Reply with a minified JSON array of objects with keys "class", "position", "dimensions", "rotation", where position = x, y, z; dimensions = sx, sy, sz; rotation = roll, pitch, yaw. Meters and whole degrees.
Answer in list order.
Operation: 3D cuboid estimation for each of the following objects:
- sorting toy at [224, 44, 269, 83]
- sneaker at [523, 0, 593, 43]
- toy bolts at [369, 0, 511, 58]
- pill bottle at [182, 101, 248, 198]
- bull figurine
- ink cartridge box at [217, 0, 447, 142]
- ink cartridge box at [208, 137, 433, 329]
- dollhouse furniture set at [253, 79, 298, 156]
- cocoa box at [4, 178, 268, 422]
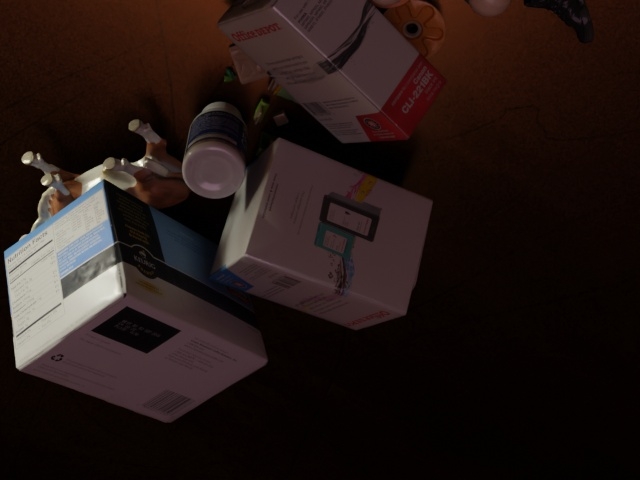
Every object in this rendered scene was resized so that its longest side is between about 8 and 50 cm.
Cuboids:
[{"class":"sorting toy","position":[-0.117,-0.273,1.523],"dimensions":[0.083,0.012,0.062],"rotation":[-14,110,19]},{"class":"sneaker","position":[0.340,-0.359,1.457],"dimensions":[0.089,0.051,0.170],"rotation":[-18,117,11]},{"class":"toy bolts","position":[0.167,-0.333,1.391],"dimensions":[0.229,0.158,0.218],"rotation":[-6,125,11]},{"class":"pill bottle","position":[-0.158,-0.145,1.516],"dimensions":[0.094,0.169,0.094],"rotation":[-1,124,-1]},{"class":"bull figurine","position":[-0.361,-0.077,1.587],"dimensions":[0.311,0.101,0.188],"rotation":[-20,148,5]},{"class":"ink cartridge box","position":[0.013,-0.267,1.412],"dimensions":[0.273,0.197,0.114],"rotation":[40,76,-24]},{"class":"ink cartridge box","position":[0.000,0.000,1.552],"dimensions":[0.270,0.197,0.198],"rotation":[21,161,-17]},{"class":"dollhouse furniture set","position":[-0.057,-0.201,1.548],"dimensions":[0.076,0.058,0.151],"rotation":[22,121,-15]},{"class":"cocoa box","position":[-0.291,0.106,1.581],"dimensions":[0.231,0.228,0.347],"rotation":[-33,143,19]}]
